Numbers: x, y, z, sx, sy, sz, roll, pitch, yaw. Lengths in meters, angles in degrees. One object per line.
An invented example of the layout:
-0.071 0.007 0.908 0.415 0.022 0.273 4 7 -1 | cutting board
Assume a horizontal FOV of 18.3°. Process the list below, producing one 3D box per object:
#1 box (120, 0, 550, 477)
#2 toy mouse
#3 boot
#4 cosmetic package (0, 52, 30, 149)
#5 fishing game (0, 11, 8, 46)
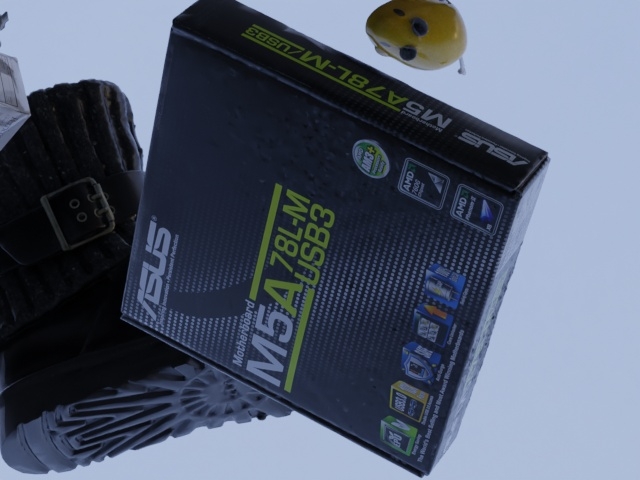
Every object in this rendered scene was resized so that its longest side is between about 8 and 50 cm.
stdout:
0.000 0.000 0.951 0.184 0.191 0.045 26 -139 13 | box
0.071 -0.149 0.985 0.031 0.161 0.143 38 -71 33 | toy mouse
-0.103 -0.002 1.421 0.348 0.131 0.260 -14 -121 -8 | boot
-0.301 -0.041 1.319 0.239 0.099 0.060 -44 -135 30 | cosmetic package
-0.244 -0.078 0.624 0.264 0.041 0.189 -36 -82 -32 | fishing game
